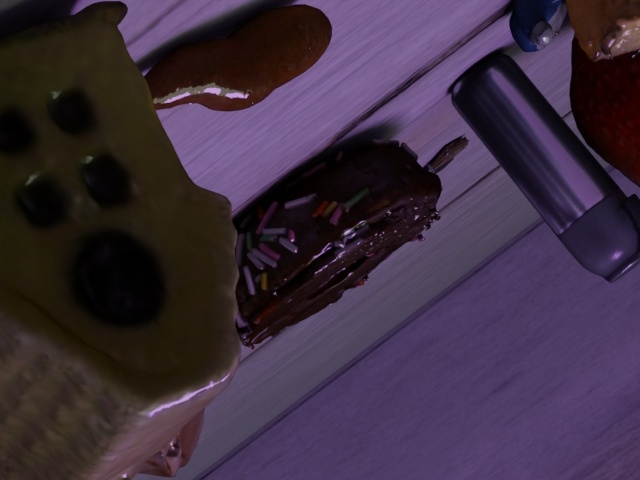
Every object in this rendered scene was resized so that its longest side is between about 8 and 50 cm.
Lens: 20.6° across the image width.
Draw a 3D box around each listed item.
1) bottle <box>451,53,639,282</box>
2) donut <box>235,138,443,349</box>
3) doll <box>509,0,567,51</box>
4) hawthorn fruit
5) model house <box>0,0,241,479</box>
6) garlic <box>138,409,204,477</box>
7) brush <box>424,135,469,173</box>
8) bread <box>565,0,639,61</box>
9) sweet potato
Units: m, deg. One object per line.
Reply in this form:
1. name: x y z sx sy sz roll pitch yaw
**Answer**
1. bottle: 0.235 -0.076 1.752 0.079 0.254 0.096 -27 166 -43
2. donut: 0.000 0.000 1.739 0.269 0.103 0.270 -33 170 -6
3. doll: 0.204 -0.209 1.612 0.076 0.050 0.083 -54 172 -9
4. hawthorn fruit: 0.397 -0.209 1.747 0.284 0.284 0.369 -31 148 -31
5. model house: -0.138 0.027 0.926 0.174 0.234 0.193 -29 170 -38
6. garlic: -0.189 0.128 1.598 0.142 0.178 0.229 -8 160 18
7. brush: 0.123 -0.073 2.114 0.043 0.014 0.170 -31 171 -40
8. bread: 0.298 -0.241 1.526 0.229 0.139 0.143 -17 159 -46
9. sweet potato: -0.060 -0.108 1.121 0.195 0.056 0.056 -25 165 -39
